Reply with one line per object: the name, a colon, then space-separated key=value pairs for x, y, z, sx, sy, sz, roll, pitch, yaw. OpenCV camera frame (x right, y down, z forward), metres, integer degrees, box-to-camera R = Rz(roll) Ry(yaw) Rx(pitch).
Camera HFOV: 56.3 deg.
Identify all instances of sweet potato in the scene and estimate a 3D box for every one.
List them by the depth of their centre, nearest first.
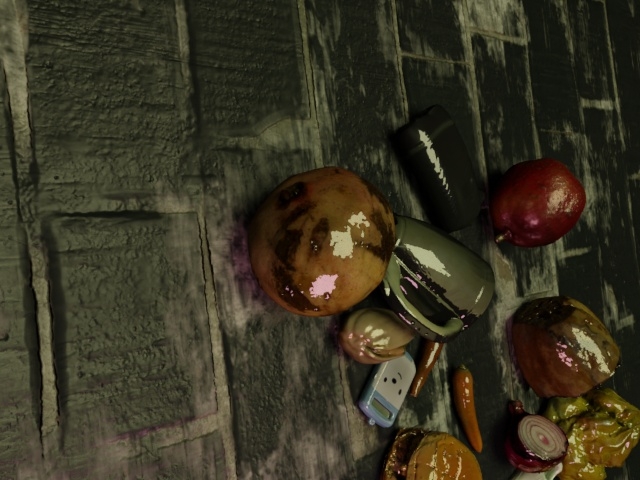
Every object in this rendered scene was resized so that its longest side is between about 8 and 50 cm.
sweet potato: x=0.294 y=0.296 z=1.598 sx=0.057 sy=0.057 sz=0.265 roll=39 pitch=63 yaw=-29

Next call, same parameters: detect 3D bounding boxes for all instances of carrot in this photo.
carrot: x=0.410 y=0.477 z=1.672 sx=0.062 sy=0.066 sz=0.272 roll=-10 pitch=95 yaw=4

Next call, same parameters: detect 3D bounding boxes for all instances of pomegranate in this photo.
pomegranate: x=0.000 y=0.000 z=1.239 sx=0.321 sy=0.322 sz=0.323 roll=6 pitch=81 yaw=-38

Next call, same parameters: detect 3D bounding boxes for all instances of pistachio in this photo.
pistachio: x=0.134 y=0.223 z=1.431 sx=0.215 sy=0.143 sz=0.144 roll=8 pitch=80 yaw=-43

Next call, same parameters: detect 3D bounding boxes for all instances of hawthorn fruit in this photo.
hawthorn fruit: x=0.632 y=-0.102 z=1.806 sx=0.307 sy=0.265 sz=0.265 roll=-37 pitch=109 yaw=-13

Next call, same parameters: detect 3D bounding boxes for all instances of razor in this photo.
razor: x=0.341 y=-0.196 z=1.658 sx=0.204 sy=0.113 sz=0.349 roll=-43 pitch=111 yaw=-37

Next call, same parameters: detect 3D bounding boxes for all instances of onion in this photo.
onion: x=0.616 y=0.582 z=1.782 sx=0.195 sy=0.140 sz=0.218 roll=-9 pitch=47 yaw=-23

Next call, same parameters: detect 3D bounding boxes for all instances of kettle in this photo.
kettle: x=0.237 y=0.094 z=1.452 sx=0.324 sy=0.228 sz=0.321 roll=35 pitch=41 yaw=-25

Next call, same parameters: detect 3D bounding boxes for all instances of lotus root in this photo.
lotus root: x=0.751 y=0.297 z=1.830 sx=0.316 sy=0.316 sz=0.250 roll=-40 pitch=102 yaw=-35

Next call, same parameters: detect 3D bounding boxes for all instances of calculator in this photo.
calculator: x=0.168 y=0.366 z=1.497 sx=0.121 sy=0.039 sz=0.210 roll=45 pitch=60 yaw=-24

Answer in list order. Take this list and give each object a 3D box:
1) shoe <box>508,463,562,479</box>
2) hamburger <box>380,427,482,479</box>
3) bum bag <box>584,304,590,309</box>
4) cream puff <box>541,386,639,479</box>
shoe: x=0.629 y=0.740 z=1.782 sx=0.265 sy=0.110 sz=0.095 roll=-46 pitch=114 yaw=-36
hamburger: x=0.278 y=0.586 z=1.479 sx=0.244 sy=0.163 sz=0.245 roll=4 pitch=83 yaw=-37
bum bag: x=0.952 y=0.327 z=2.132 sx=0.087 sy=0.049 sz=0.198 roll=-5 pitch=87 yaw=-44
cream puff: x=0.874 y=0.626 z=1.905 sx=0.324 sy=0.257 sz=0.291 roll=-16 pitch=91 yaw=-40
